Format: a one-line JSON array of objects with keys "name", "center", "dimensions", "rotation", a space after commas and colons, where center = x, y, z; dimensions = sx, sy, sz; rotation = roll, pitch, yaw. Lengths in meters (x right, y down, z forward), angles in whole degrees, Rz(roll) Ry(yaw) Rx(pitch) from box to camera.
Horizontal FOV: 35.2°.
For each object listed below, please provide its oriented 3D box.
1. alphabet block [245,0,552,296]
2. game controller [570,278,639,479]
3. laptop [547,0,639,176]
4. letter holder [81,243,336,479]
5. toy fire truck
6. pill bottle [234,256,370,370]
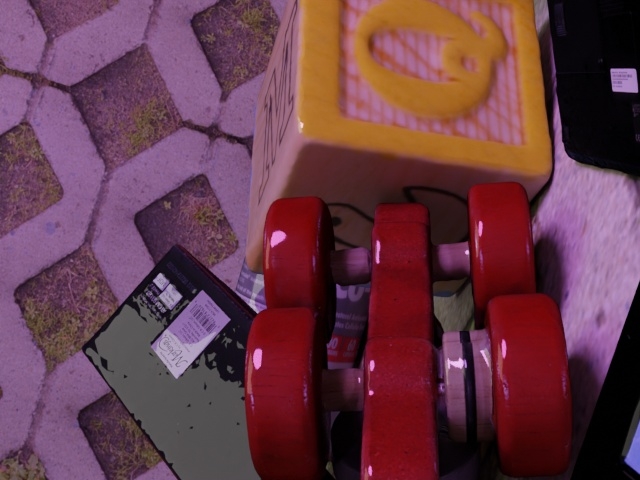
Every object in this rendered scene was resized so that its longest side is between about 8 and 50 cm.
[{"name": "alphabet block", "center": [0.052, -0.088, 0.807], "dimensions": [0.197, 0.193, 0.193], "rotation": [115, 158, -57]}, {"name": "game controller", "center": [0.162, 0.014, 0.325], "dimensions": [0.166, 0.067, 0.319], "rotation": [-116, 42, -79]}, {"name": "laptop", "center": [0.214, -0.173, 0.536], "dimensions": [0.234, 0.137, 0.264], "rotation": [-118, 19, -80]}, {"name": "letter holder", "center": [-0.064, 0.174, 1.018], "dimensions": [0.152, 0.214, 0.302], "rotation": [-49, 45, -2]}, {"name": "toy fire truck", "center": [0.058, 0.116, 0.645], "dimensions": [0.302, 0.170, 0.253], "rotation": [-85, -11, -57]}, {"name": "pill bottle", "center": [0.000, 0.000, 1.186], "dimensions": [0.161, 0.161, 0.283], "rotation": [-135, 61, -82]}]
